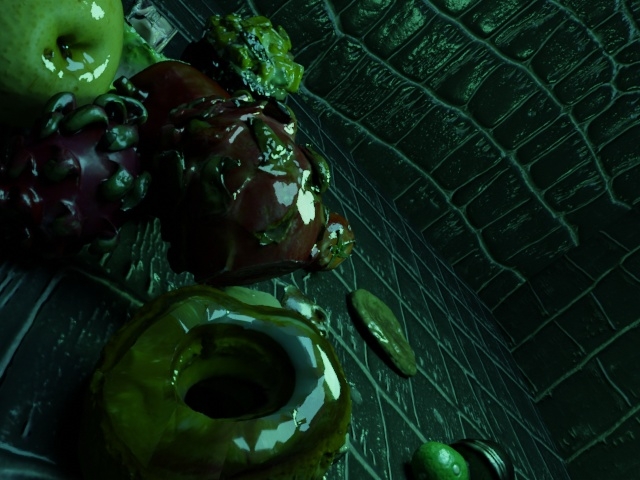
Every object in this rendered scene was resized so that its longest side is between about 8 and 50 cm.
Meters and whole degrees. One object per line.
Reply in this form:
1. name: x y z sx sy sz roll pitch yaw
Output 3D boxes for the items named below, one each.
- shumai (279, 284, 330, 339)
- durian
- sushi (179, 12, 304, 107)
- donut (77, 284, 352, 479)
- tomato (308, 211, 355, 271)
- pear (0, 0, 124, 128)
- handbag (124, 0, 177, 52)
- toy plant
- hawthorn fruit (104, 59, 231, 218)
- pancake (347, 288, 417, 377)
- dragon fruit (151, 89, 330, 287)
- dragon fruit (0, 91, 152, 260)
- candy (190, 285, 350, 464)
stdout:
1. shumai: -0.050 0.178 1.182 0.161 0.153 0.209 46 17 4
2. durian: -0.460 -0.418 1.298 0.355 0.169 0.157 43 16 -23
3. sushi: -0.215 -0.500 1.883 0.328 0.285 0.328 31 26 -28
4. donut: -0.117 0.184 0.757 0.330 0.159 0.330 15 36 -11
5. tomato: 0.000 0.000 1.707 0.167 0.167 0.167 46 17 -19
6. pear: -0.446 -0.319 0.919 0.309 0.309 0.309 46 17 -19
7. handbag: -0.427 -0.466 1.473 0.116 0.179 0.205 41 -17 -23
8. toy plant: 0.320 0.533 1.416 0.235 0.175 0.217 -10 67 -43
9. hawthorn fruit: -0.259 -0.183 1.118 0.265 0.265 0.307 64 1 37
10. pancake: 0.182 0.254 1.826 0.294 0.049 0.294 47 15 -17
11. dragon fruit: -0.117 -0.083 0.935 0.269 0.250 0.290 -4 73 -30
12. dragon fruit: -0.336 -0.099 0.872 0.199 0.218 0.272 2 38 -19
13. candy: -0.095 0.222 0.980 0.179 0.135 0.320 28 29 -58
